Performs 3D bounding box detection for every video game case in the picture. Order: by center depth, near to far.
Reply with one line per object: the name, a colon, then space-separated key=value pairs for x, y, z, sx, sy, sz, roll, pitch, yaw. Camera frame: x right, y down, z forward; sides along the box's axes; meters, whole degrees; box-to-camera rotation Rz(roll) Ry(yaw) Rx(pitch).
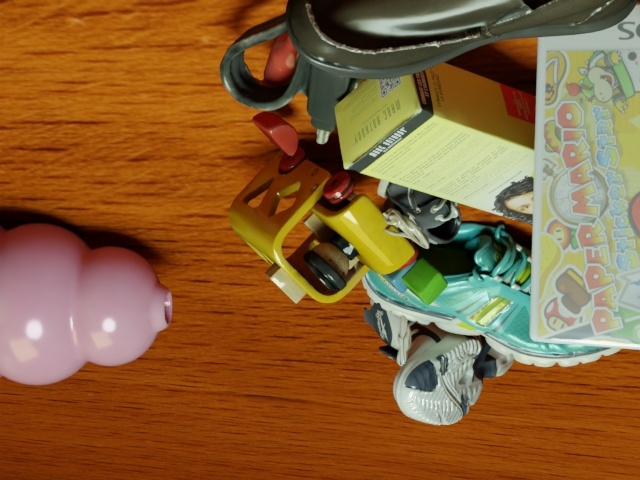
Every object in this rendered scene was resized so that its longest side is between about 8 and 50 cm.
video game case: x=0.239 y=-0.040 z=0.902 sx=0.206 sy=0.227 sz=0.026 roll=3 pitch=-176 yaw=25

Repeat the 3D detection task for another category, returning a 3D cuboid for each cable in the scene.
cable: x=0.007 y=-0.163 z=0.977 sx=0.139 sy=0.072 sz=0.287 roll=20 pitch=147 yaw=4

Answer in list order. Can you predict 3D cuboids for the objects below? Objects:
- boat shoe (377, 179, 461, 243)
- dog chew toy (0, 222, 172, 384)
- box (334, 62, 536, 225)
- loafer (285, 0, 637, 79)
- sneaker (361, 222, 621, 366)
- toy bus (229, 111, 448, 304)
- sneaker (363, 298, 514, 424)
boat shoe: x=0.091 y=-0.045 z=1.144 sx=0.065 sy=0.075 sz=0.206 roll=30 pitch=169 yaw=10
dog chew toy: x=-0.328 y=0.070 z=1.534 sx=0.331 sy=0.207 sz=0.206 roll=2 pitch=157 yaw=8
box: x=0.128 y=-0.067 z=1.023 sx=0.232 sy=0.058 sz=0.087 roll=14 pitch=144 yaw=-34
loafer: x=0.086 y=-0.156 z=0.822 sx=0.220 sy=0.080 sz=0.078 roll=-13 pitch=165 yaw=-6
sneaker: x=0.169 y=0.042 z=1.303 sx=0.275 sy=0.107 sz=0.110 roll=11 pitch=149 yaw=4
toy bus: x=-0.001 y=0.000 z=1.182 sx=0.191 sy=0.104 sz=0.202 roll=41 pitch=176 yaw=18
sneaker: x=0.093 y=0.106 z=1.418 sx=0.153 sy=0.235 sz=0.094 roll=15 pitch=117 yaw=27
